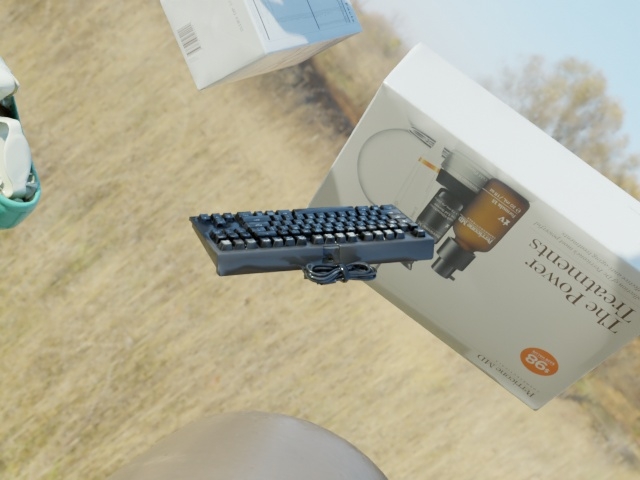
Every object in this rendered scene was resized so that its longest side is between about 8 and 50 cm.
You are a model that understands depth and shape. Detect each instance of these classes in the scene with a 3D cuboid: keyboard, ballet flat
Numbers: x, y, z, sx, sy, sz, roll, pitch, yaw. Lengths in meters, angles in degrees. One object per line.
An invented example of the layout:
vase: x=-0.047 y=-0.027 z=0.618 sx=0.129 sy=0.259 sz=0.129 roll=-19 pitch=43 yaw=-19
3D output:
keyboard: x=0.000 y=0.000 z=0.721 sx=0.180 sy=0.023 sz=0.108 roll=-4 pitch=33 yaw=-25
ballet flat: x=-0.360 y=-0.137 z=1.045 sx=0.083 sy=0.087 sz=0.247 roll=-14 pitch=89 yaw=-54

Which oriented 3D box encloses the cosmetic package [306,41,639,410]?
cosmetic package: x=0.183 y=-0.001 z=1.079 sx=0.377 sy=0.284 sz=0.097 roll=37 pitch=53 yaw=3

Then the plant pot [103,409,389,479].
plant pot: x=-0.054 y=0.194 z=0.398 sx=0.263 sy=0.263 sz=0.229 roll=51 pitch=26 yaw=-11

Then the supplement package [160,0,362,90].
supplement package: x=-0.075 y=-0.312 z=1.318 sx=0.244 sy=0.134 sz=0.139 roll=-27 pitch=96 yaw=-52
